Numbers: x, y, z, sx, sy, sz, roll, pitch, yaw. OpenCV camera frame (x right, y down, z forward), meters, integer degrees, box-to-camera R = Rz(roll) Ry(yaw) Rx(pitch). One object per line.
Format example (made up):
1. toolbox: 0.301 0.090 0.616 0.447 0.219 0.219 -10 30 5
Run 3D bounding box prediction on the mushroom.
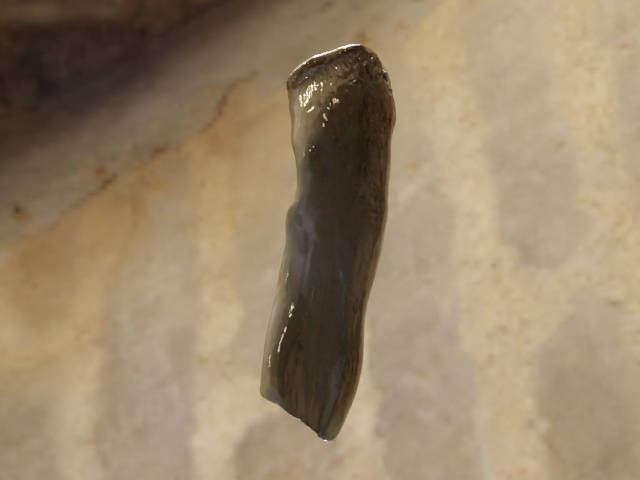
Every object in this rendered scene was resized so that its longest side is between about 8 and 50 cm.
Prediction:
1. mushroom: 0.003 0.001 0.891 0.054 0.059 0.202 145 -48 -67
